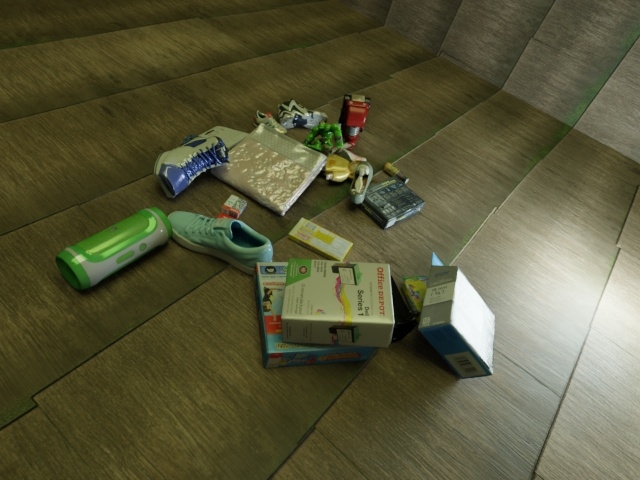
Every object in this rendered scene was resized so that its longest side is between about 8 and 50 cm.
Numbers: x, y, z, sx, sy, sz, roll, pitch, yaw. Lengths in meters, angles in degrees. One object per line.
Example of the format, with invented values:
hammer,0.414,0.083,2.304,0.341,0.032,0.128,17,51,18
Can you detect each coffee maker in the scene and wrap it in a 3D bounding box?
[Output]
coffee maker,0.206,0.192,1.280,0.120,0.171,0.178,16,40,-44

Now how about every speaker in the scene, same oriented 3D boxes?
speaker,-0.574,0.015,1.219,0.131,0.131,0.296,36,47,16

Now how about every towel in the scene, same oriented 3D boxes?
towel,-0.190,-0.284,1.632,0.332,0.053,0.317,31,63,14

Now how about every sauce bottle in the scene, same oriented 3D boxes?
sauce bottle,0.329,-0.296,1.880,0.128,0.042,0.042,38,48,20

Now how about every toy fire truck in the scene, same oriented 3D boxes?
toy fire truck,0.123,-0.490,1.894,0.159,0.217,0.246,7,62,-5

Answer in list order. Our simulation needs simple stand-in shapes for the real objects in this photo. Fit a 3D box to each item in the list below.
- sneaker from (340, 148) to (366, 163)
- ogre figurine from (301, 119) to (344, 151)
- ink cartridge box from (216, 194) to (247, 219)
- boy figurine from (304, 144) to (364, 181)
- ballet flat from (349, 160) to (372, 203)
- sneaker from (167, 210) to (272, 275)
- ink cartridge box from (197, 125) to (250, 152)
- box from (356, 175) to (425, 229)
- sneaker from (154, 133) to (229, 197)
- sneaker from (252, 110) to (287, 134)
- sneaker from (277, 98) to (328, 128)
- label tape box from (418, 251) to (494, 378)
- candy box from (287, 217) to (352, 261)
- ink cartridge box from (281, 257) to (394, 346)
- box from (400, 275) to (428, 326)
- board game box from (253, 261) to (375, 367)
sneaker,0.150,-0.350,1.867,0.070,0.051,0.134,-24,62,-37
ogre figurine,0.013,-0.439,1.822,0.097,0.197,0.118,26,68,-35
ink cartridge box,-0.307,-0.107,1.493,0.063,0.029,0.115,23,44,3
boy figurine,0.057,-0.301,1.761,0.286,0.092,0.177,13,42,-2
ballet flat,0.159,-0.239,1.655,0.072,0.068,0.213,9,61,11
sneaker,-0.308,-0.030,1.334,0.366,0.150,0.135,22,44,3
ink cartridge box,-0.400,-0.411,1.760,0.180,0.045,0.145,18,42,25
box,0.274,-0.155,1.713,0.233,0.059,0.183,-26,60,-35
sneaker,-0.430,-0.291,1.512,0.183,0.127,0.315,-4,39,22
sneaker,-0.219,-0.515,1.881,0.162,0.075,0.057,25,45,6
sneaker,-0.092,-0.597,1.989,0.235,0.094,0.152,-11,60,-15
label tape box,0.426,0.207,1.308,0.240,0.106,0.333,48,41,-21
candy box,0.000,0.000,1.496,0.206,0.027,0.105,28,48,9
ink cartridge box,0.046,0.161,1.134,0.279,0.117,0.201,3,46,1
box,0.338,0.195,1.413,0.105,0.043,0.179,-3,51,-20
board game box,-0.027,0.203,1.250,0.309,0.086,0.301,1,48,-17
